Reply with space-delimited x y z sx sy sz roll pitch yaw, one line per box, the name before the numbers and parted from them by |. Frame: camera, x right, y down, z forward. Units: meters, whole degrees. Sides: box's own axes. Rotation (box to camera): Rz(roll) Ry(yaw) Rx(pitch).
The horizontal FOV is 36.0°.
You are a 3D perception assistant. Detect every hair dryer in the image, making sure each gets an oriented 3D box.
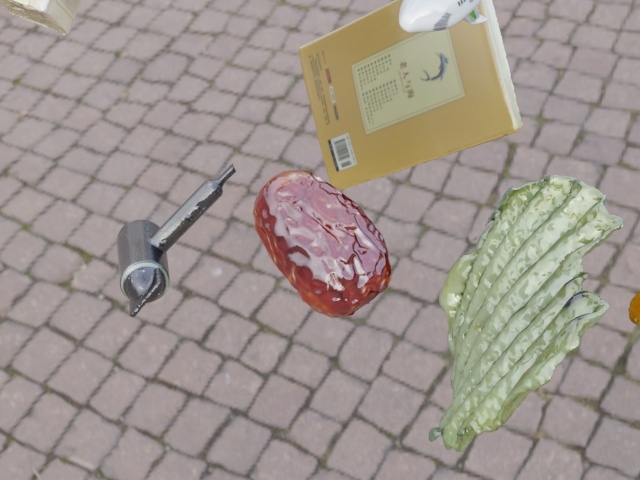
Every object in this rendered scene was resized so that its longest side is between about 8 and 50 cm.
hair dryer | -0.213 -0.017 1.492 0.248 0.078 0.196 -46 28 12

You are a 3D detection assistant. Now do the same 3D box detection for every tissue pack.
tissue pack | -0.422 -0.464 1.548 0.125 0.159 0.234 20 89 -2

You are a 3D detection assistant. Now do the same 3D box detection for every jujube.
jujube | 0.000 0.000 1.090 0.176 0.109 0.112 52 30 8

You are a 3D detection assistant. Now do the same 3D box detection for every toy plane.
toy plane | 0.174 -0.321 1.144 0.255 0.251 0.101 -38 75 -21

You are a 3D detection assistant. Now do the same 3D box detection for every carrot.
carrot | 0.462 0.104 1.253 0.139 0.048 0.048 19 47 -16

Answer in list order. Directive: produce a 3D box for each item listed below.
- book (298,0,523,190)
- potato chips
book | 0.130 -0.251 1.589 0.388 0.269 0.032 -15 -3 43
potato chips | 0.249 0.111 1.320 0.097 0.389 0.373 24 46 -11
